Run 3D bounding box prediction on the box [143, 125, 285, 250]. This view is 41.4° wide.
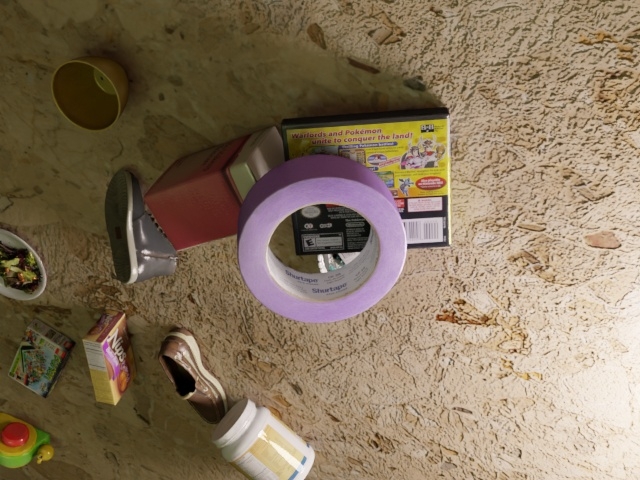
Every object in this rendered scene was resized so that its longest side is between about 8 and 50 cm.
[{"bbox_3d":[-0.171,-0.091,1.514,0.232,0.148,0.126,-15,116,28],"label":"box"}]

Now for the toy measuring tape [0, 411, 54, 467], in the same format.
[{"bbox_3d":[-0.853,0.509,2.210,0.330,0.121,0.121,21,128,7],"label":"toy measuring tape"}]

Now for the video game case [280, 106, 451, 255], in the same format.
[{"bbox_3d":[0.082,-0.095,1.433,0.275,0.035,0.248,-3,119,4],"label":"video game case"}]

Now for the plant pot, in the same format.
[{"bbox_3d":[-0.395,-0.274,1.509,0.134,0.095,0.134,10,125,15],"label":"plant pot"}]

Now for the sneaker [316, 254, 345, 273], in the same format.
[{"bbox_3d":[0.038,0.054,1.601,0.076,0.065,0.166,-11,123,8],"label":"sneaker"}]

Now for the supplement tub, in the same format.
[{"bbox_3d":[-0.128,0.460,1.879,0.200,0.144,0.144,43,127,-10],"label":"supplement tub"}]

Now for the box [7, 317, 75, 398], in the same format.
[{"bbox_3d":[-0.672,0.285,2.035,0.114,0.036,0.207,32,128,-3],"label":"box"}]

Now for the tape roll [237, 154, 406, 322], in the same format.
[{"bbox_3d":[0.000,0.000,1.400,0.275,0.090,0.274,-3,121,-5],"label":"tape roll"}]

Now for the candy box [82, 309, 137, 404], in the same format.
[{"bbox_3d":[-0.470,0.262,1.896,0.053,0.109,0.186,10,125,14],"label":"candy box"}]

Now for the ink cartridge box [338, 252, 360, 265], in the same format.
[{"bbox_3d":[0.062,-0.015,1.539,0.089,0.052,0.122,-24,113,31],"label":"ink cartridge box"}]

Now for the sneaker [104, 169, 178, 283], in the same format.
[{"bbox_3d":[-0.355,-0.030,1.683,0.083,0.118,0.222,1,96,42],"label":"sneaker"}]

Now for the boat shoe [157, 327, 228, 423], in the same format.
[{"bbox_3d":[-0.292,0.321,1.877,0.095,0.095,0.257,-12,118,27],"label":"boat shoe"}]

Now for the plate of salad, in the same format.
[{"bbox_3d":[-0.705,0.058,1.885,0.200,0.048,0.199,10,125,14],"label":"plate of salad"}]
